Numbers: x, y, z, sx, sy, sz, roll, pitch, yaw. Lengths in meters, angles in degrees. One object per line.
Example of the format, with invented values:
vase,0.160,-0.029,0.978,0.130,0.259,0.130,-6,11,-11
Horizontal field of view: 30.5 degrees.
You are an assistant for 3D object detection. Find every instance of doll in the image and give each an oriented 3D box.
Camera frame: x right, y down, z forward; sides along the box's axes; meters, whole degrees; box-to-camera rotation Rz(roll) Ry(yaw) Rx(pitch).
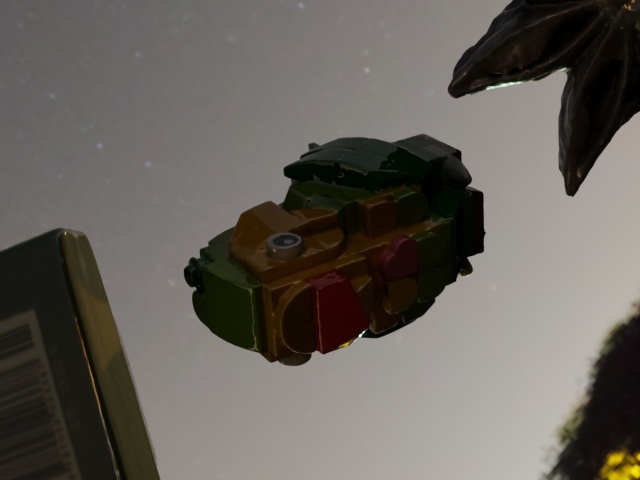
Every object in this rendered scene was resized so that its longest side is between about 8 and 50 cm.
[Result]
doll,0.008,0.002,0.649,0.186,0.134,0.106,-40,-45,-50

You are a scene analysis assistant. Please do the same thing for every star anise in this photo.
star anise,0.192,-0.154,0.700,0.236,0.223,0.109,-50,-7,29

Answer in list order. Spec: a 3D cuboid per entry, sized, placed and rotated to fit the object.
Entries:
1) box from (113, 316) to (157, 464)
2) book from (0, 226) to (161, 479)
box,-0.183,0.098,0.665,0.129,0.148,0.210,-19,-12,2
book,-0.162,0.134,0.365,0.264,0.202,0.027,-22,-10,12
